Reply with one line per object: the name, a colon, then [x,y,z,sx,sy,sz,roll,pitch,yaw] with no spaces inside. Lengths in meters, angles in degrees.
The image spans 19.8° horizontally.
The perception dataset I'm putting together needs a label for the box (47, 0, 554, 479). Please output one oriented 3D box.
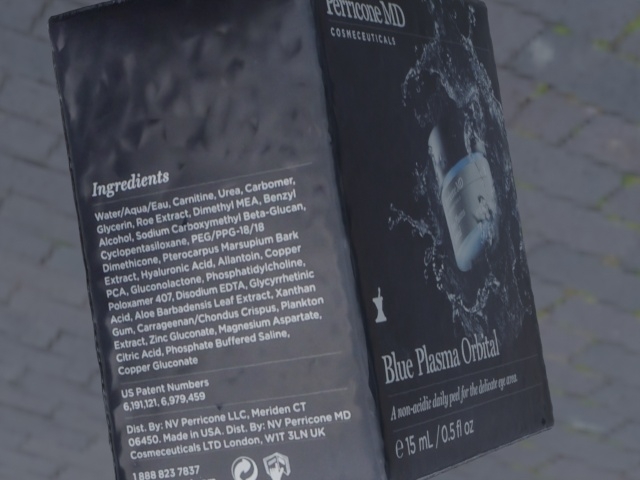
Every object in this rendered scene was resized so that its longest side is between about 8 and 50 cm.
box: [0.000,0.000,0.597,0.093,0.158,0.156,-11,178,25]
